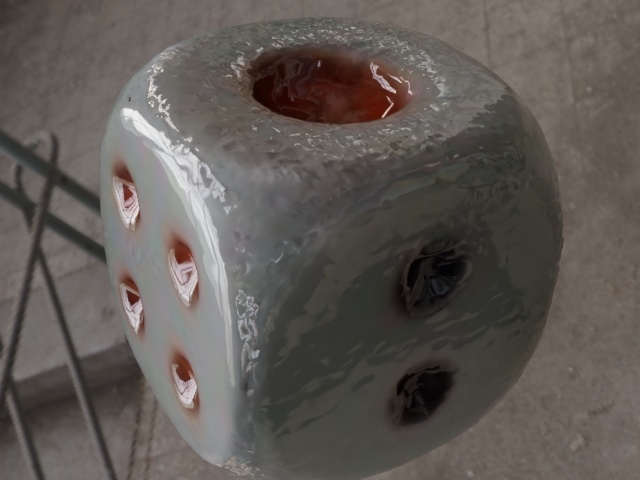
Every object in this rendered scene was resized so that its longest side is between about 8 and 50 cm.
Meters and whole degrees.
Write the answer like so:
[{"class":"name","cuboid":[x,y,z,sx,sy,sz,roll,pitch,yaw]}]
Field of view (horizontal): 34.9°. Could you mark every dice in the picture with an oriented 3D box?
[{"class":"dice","cuboid":[0.000,0.000,0.544,0.194,0.191,0.193,-16,37,-29]}]
